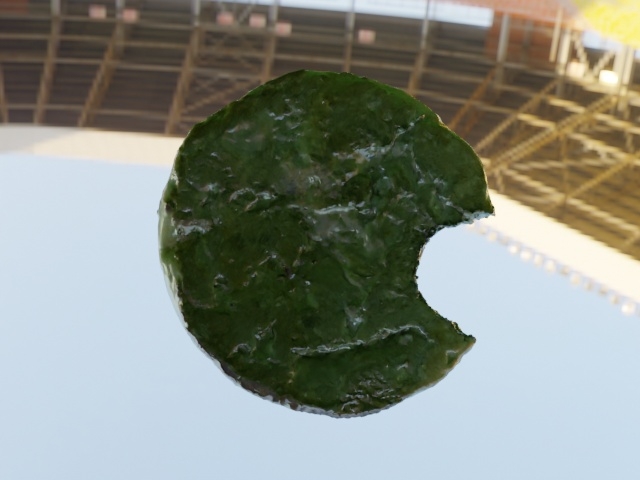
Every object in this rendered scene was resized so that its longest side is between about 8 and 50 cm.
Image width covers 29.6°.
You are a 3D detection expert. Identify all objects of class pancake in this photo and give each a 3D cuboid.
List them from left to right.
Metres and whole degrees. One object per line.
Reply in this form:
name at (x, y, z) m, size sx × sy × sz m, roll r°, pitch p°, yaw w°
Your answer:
pancake at (0.000, 0.000, 0.862) m, size 0.254 × 0.253 × 0.037 m, roll 9°, pitch 178°, yaw 9°
